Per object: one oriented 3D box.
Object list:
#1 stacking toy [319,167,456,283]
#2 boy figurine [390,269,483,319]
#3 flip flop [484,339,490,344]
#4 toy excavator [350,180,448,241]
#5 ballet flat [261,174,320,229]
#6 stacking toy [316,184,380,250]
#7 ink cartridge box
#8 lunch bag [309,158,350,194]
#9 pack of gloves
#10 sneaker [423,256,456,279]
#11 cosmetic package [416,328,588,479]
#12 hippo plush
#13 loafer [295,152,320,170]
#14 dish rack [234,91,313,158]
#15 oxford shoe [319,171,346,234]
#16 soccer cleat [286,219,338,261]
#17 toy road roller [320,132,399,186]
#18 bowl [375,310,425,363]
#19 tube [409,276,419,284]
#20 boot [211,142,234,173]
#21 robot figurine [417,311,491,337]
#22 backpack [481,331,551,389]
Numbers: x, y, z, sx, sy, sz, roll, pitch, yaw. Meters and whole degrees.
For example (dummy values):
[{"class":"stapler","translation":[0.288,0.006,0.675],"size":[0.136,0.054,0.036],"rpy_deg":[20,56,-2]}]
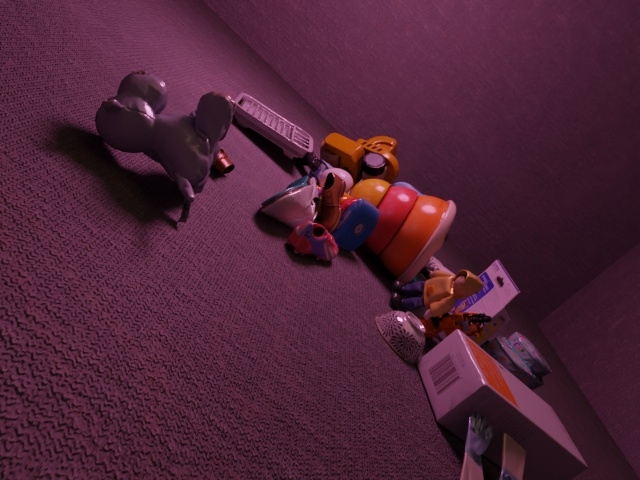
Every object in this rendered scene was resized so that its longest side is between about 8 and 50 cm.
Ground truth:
[{"class":"stacking toy","translation":[0.206,-0.106,1.955],"size":[0.479,0.351,0.350],"rpy_deg":[35,16,2]},{"class":"boy figurine","translation":[0.356,0.162,1.679],"size":[0.092,0.285,0.177],"rpy_deg":[44,49,-30]},{"class":"flip flop","translation":[0.664,0.345,2.335],"size":[0.112,0.080,0.277],"rpy_deg":[42,17,-11]},{"class":"toy excavator","translation":[0.312,-0.163,2.376],"size":[0.222,0.432,0.446],"rpy_deg":[30,51,-42]},{"class":"ballet flat","translation":[-0.061,-0.103,1.595],"size":[0.139,0.139,0.400],"rpy_deg":[45,16,-3]},{"class":"stacking toy","translation":[0.035,-0.120,1.837],"size":[0.302,0.175,0.165],"rpy_deg":[43,10,35]},{"class":"ink cartridge box","translation":[0.577,0.241,1.971],"size":[0.072,0.307,0.304],"rpy_deg":[43,17,-11]},{"class":"lunch bag","translation":[0.046,-0.233,2.182],"size":[0.128,0.096,0.151],"rpy_deg":[27,15,-47]},{"class":"pack of gloves","translation":[0.382,0.525,1.247],"size":[0.195,0.046,0.232],"rpy_deg":[44,40,-11]},{"class":"sneaker","translation":[0.490,0.131,2.403],"size":[0.169,0.108,0.292],"rpy_deg":[36,9,-23]},{"class":"cosmetic package","translation":[0.484,0.467,1.475],"size":[0.453,0.161,0.230],"rpy_deg":[39,18,-23]},{"class":"hippo plush","translation":[-0.331,-0.204,1.118],"size":[0.236,0.234,0.295],"rpy_deg":[24,64,-12]},{"class":"loafer","translation":[-0.057,-0.324,2.175],"size":[0.076,0.078,0.223],"rpy_deg":[43,11,-32]},{"class":"dish rack","translation":[-0.183,-0.422,2.055],"size":[0.332,0.072,0.286],"rpy_deg":[32,20,-13]},{"class":"oxford shoe","translation":[0.022,-0.115,1.700],"size":[0.076,0.076,0.213],"rpy_deg":[40,50,-46]},{"class":"soccer cleat","translation":[0.000,0.000,1.521],"size":[0.083,0.095,0.248],"rpy_deg":[53,18,24]},{"class":"toy road roller","translation":[0.179,-0.342,2.308],"size":[0.329,0.241,0.203],"rpy_deg":[28,-35,21]},{"class":"bowl","translation":[0.240,0.252,1.535],"size":[0.170,0.080,0.170],"rpy_deg":[42,16,-15]},{"class":"tube","translation":[0.352,0.140,2.132],"size":[0.207,0.052,0.080],"rpy_deg":[55,23,13]},{"class":"boot","translation":[-0.299,-0.235,1.403],"size":[0.152,0.073,0.197],"rpy_deg":[50,19,2]},{"class":"robot figurine","translation":[0.422,0.274,1.758],"size":[0.290,0.210,0.085],"rpy_deg":[9,75,-52]},{"class":"backpack","translation":[0.728,0.460,2.063],"size":[0.253,0.191,0.225],"rpy_deg":[20,31,-46]}]
